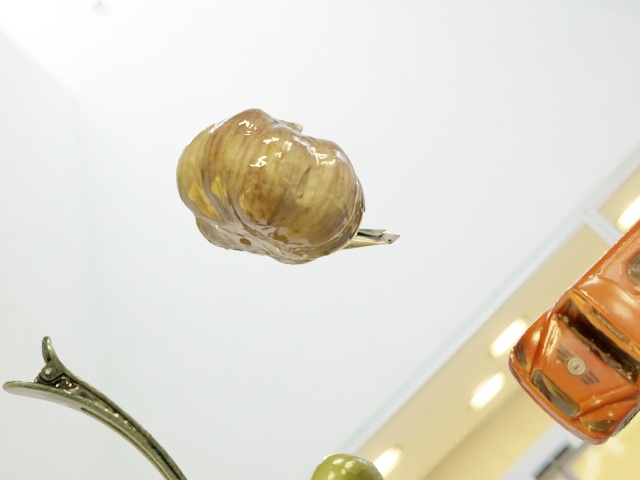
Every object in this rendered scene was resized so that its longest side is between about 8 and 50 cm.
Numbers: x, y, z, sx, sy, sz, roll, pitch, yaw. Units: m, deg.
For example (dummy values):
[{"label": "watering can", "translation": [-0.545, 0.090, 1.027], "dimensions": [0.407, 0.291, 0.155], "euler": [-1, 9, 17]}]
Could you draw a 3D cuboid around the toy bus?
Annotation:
[{"label": "toy bus", "translation": [0.344, 0.049, 1.561], "dimensions": [0.329, 0.143, 0.153], "euler": [-42, -17, -12]}]

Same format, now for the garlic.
[{"label": "garlic", "translation": [-0.035, -0.043, 1.167], "dimensions": [0.159, 0.147, 0.102], "euler": [134, 160, -73]}]

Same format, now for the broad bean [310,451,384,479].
[{"label": "broad bean", "translation": [0.031, 0.336, 1.766], "dimensions": [0.124, 0.082, 0.174], "euler": [32, -112, -35]}]

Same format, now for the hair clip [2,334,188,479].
[{"label": "hair clip", "translation": [-0.237, 0.222, 1.793], "dimensions": [0.083, 0.275, 0.048], "euler": [-53, -1, -31]}]

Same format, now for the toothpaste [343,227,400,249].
[{"label": "toothpaste", "translation": [0.000, 0.000, 1.661], "dimensions": [0.045, 0.170, 0.028], "euler": [-24, -68, -73]}]
